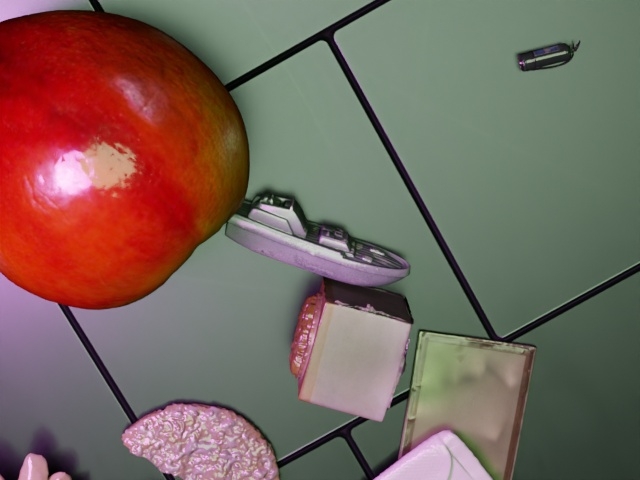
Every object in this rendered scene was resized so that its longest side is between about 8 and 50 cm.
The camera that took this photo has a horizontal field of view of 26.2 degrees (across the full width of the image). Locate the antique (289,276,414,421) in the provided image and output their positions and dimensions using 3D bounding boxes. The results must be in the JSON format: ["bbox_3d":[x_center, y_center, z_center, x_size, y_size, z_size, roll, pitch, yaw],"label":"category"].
[{"bbox_3d":[0.038,0.140,1.855,0.147,0.147,0.152,15,101,-3],"label":"antique"}]

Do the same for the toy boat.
[{"bbox_3d":[0.000,0.000,1.858,0.260,0.078,0.085,19,114,-4],"label":"toy boat"}]

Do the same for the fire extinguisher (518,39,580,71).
[{"bbox_3d":[0.311,-0.247,1.854,0.083,0.025,0.038,-15,139,0],"label":"fire extinguisher"}]

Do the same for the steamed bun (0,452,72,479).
[{"bbox_3d":[-0.421,0.447,1.893,0.428,0.189,0.247,-27,133,8],"label":"steamed bun"}]

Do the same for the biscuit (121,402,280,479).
[{"bbox_3d":[-0.146,0.304,1.935,0.250,0.032,0.133,38,96,-8],"label":"biscuit"}]

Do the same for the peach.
[{"bbox_3d":[-0.287,-0.111,1.687,0.388,0.388,0.388,-1,101,-3],"label":"peach"}]

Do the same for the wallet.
[{"bbox_3d":[0.147,0.358,1.950,0.183,0.032,0.124,-37,107,9],"label":"wallet"}]

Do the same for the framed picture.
[{"bbox_3d":[0.205,0.249,1.951,0.173,0.010,0.231,9,101,-4],"label":"framed picture"}]
